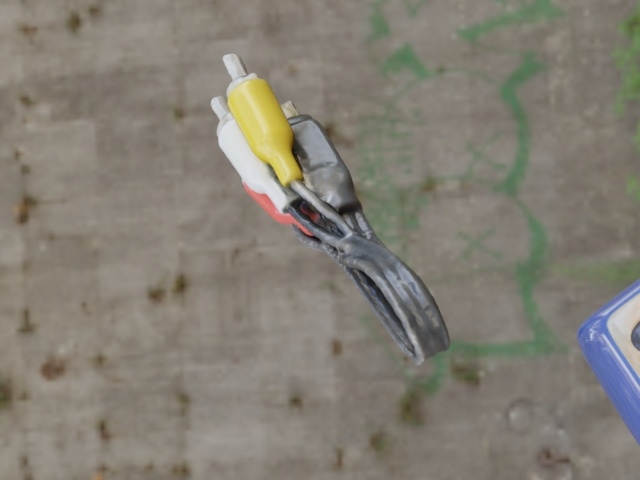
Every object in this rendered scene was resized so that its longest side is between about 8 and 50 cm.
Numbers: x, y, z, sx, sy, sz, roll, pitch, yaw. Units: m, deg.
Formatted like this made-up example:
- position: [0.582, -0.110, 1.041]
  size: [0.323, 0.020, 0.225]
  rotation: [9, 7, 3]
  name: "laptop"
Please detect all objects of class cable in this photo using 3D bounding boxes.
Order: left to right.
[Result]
- position: [0.000, 0.000, 1.027]
  size: [0.139, 0.072, 0.287]
  rotation: [81, 165, -47]
  name: "cable"

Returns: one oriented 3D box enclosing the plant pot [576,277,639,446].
- position: [0.276, 0.082, 0.723]
  size: [0.212, 0.236, 0.236]
  rotation: [36, -159, -49]
  name: "plant pot"
